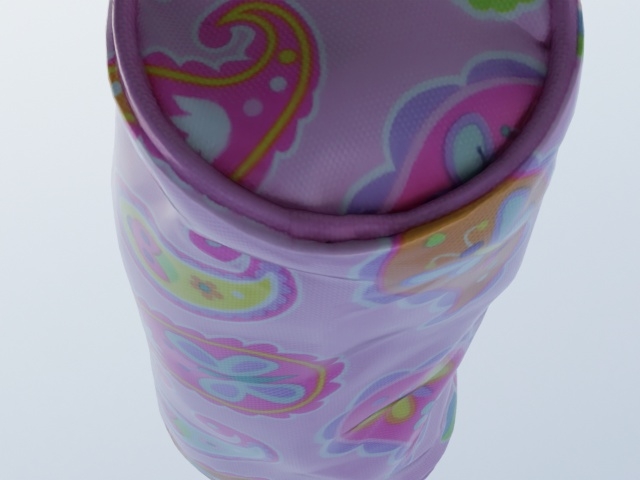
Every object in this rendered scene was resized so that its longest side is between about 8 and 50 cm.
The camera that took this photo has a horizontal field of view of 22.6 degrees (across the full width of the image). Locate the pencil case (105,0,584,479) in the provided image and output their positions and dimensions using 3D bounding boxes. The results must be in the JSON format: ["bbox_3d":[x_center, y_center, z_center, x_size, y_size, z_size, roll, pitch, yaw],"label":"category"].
[{"bbox_3d":[0.000,0.000,0.497,0.124,0.284,0.124,1,-112,-1],"label":"pencil case"}]
